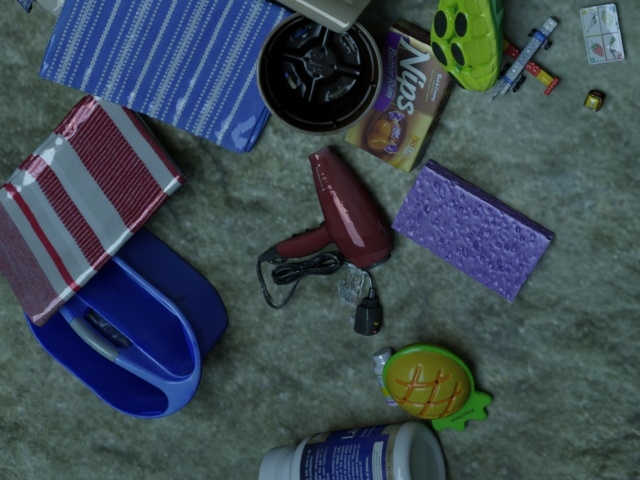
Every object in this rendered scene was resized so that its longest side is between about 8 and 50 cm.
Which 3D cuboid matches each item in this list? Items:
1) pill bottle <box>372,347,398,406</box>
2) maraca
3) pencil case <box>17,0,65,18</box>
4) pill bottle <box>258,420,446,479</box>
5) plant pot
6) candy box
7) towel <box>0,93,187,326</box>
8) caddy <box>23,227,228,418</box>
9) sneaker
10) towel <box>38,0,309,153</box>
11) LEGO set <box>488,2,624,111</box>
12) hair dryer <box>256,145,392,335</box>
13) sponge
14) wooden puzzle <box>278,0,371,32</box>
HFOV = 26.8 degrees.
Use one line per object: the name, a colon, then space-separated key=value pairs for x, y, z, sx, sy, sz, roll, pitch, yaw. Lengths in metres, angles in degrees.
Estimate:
pill bottle: x=0.108 y=0.208 z=2.052 sx=0.043 sy=0.043 sz=0.083 roll=-15 pitch=103 yaw=29
maraca: x=0.173 y=0.221 z=2.000 sx=0.127 sy=0.099 sz=0.185 roll=-31 pitch=120 yaw=28
pencil case: x=-0.295 y=-0.495 z=1.891 sx=0.183 sy=0.160 sz=0.410 roll=30 pitch=121 yaw=-2
pill bottle: x=0.047 y=0.368 z=2.081 sx=0.264 sy=0.153 sz=0.153 roll=-12 pitch=105 yaw=28
plant pot: x=0.000 y=-0.235 z=1.834 sx=0.167 sy=0.165 sz=0.167 roll=0 pitch=102 yaw=1
candy box: x=0.119 y=-0.201 z=1.878 sx=0.109 sy=0.053 sz=0.187 roll=30 pitch=121 yaw=12
towel: x=-0.380 y=-0.060 z=2.064 sx=0.329 sy=0.037 sz=0.237 roll=-44 pitch=63 yaw=11
caddy: x=-0.318 y=0.126 z=2.140 sx=0.341 sy=0.179 sz=0.241 roll=39 pitch=122 yaw=6
sneaker: x=0.208 y=-0.330 z=1.725 sx=0.109 sy=0.123 sz=0.295 roll=23 pitch=129 yaw=42
towel: x=-0.210 y=-0.274 z=1.926 sx=0.336 sy=0.040 sz=0.243 roll=20 pitch=120 yaw=-16
LEGO set: x=0.297 y=-0.280 z=1.762 sx=0.182 sy=0.060 sz=0.244 roll=-4 pitch=109 yaw=30
hair dryer: x=0.000 y=0.000 z=1.998 sx=0.223 sy=0.080 sz=0.293 roll=17 pitch=116 yaw=19
sponge: x=0.215 y=-0.014 z=1.920 sx=0.210 sy=0.031 sz=0.117 roll=32 pitch=120 yaw=10
wooden puzzle: x=0.004 y=-0.401 z=1.777 sx=0.221 sy=0.239 sz=0.044 roll=30 pitch=156 yaw=12
